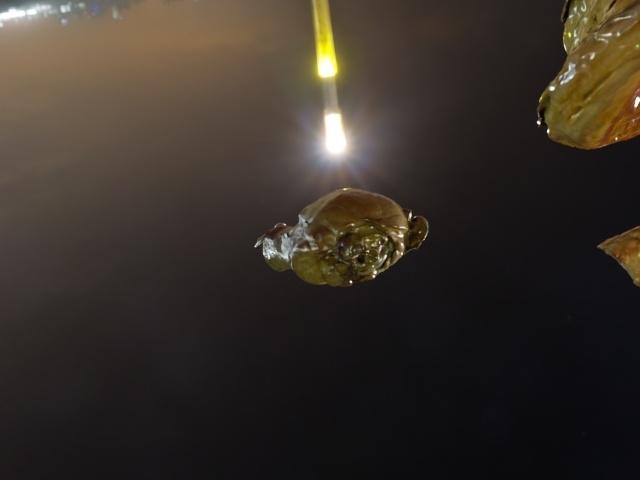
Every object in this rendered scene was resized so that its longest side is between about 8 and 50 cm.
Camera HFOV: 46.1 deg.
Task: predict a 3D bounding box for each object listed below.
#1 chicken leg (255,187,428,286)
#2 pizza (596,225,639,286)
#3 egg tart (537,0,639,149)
[{"bbox_3d":[0.000,0.000,1.346,0.201,0.152,0.429,-43,-165,-24],"label":"chicken leg"},{"bbox_3d":[0.531,0.031,1.044,0.271,0.134,0.056,-6,-179,19],"label":"pizza"},{"bbox_3d":[0.434,-0.271,0.867,0.443,0.178,0.443,-25,165,-7],"label":"egg tart"}]
